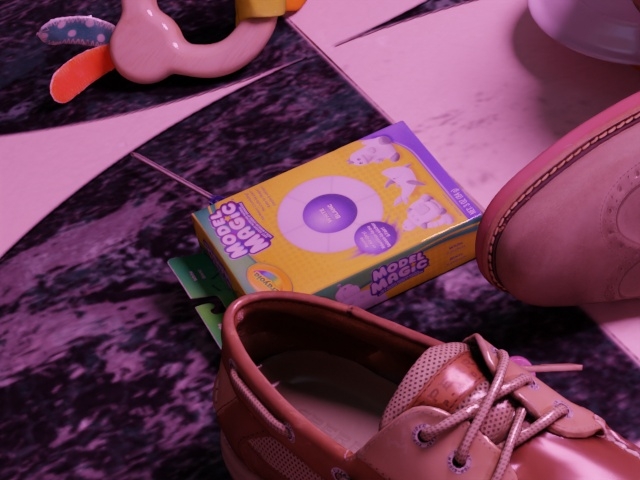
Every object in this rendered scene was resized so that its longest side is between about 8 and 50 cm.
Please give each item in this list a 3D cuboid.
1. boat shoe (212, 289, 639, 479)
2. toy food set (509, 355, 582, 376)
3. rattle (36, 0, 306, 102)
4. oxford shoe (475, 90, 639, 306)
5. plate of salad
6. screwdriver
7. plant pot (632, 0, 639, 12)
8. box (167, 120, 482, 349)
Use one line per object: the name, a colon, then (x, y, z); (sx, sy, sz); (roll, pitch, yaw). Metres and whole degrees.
boat shoe: (0.065, 0.110, 0.780); (0.324, 0.120, 0.122); (17, 46, 36)
toy food set: (0.079, 0.072, 0.888); (0.122, 0.019, 0.078); (5, 1, 41)
rattle: (-0.117, -0.183, 1.277); (0.200, 0.130, 0.143); (-34, 20, 19)
oxford shoe: (0.262, -0.022, 0.892); (0.348, 0.123, 0.130); (-17, 42, -2)
plate of salad: (0.250, -0.175, 1.154); (0.200, 0.048, 0.200); (-6, 39, 5)
screwdriver: (-0.082, -0.031, 1.104); (0.024, 0.025, 0.170); (-36, 37, -26)
plant pot: (0.295, -0.170, 1.020); (0.237, 0.110, 0.237); (-4, 42, 3)
box: (0.000, 0.000, 1.000); (0.179, 0.043, 0.105); (-26, 50, -13)
